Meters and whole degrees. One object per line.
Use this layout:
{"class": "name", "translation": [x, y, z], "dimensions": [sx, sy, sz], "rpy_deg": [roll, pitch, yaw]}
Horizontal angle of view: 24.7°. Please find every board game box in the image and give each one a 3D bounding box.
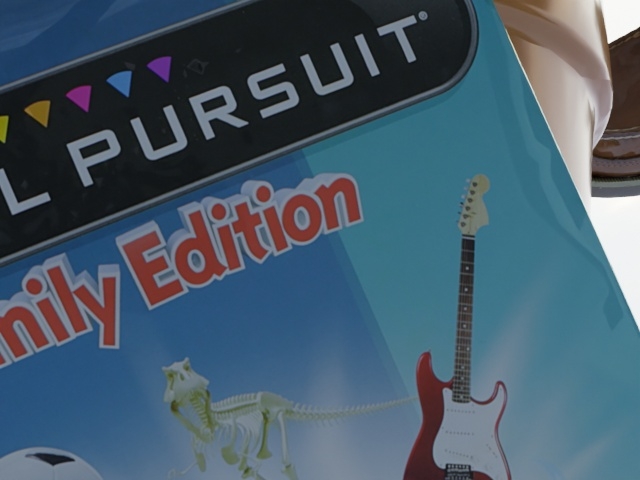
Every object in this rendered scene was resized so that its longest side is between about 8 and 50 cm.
{"class": "board game box", "translation": [-0.026, 0.087, 0.403], "dimensions": [0.253, 0.336, 0.079], "rpy_deg": [-23, 177, -16]}

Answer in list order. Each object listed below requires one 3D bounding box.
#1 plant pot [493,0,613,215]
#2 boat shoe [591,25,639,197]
{"class": "plant pot", "translation": [0.000, 0.000, 0.652], "dimensions": [0.291, 0.291, 0.203], "rpy_deg": [-15, -115, 16]}
{"class": "boat shoe", "translation": [0.252, -0.123, 0.916], "dimensions": [0.307, 0.104, 0.111], "rpy_deg": [-24, -125, -29]}
